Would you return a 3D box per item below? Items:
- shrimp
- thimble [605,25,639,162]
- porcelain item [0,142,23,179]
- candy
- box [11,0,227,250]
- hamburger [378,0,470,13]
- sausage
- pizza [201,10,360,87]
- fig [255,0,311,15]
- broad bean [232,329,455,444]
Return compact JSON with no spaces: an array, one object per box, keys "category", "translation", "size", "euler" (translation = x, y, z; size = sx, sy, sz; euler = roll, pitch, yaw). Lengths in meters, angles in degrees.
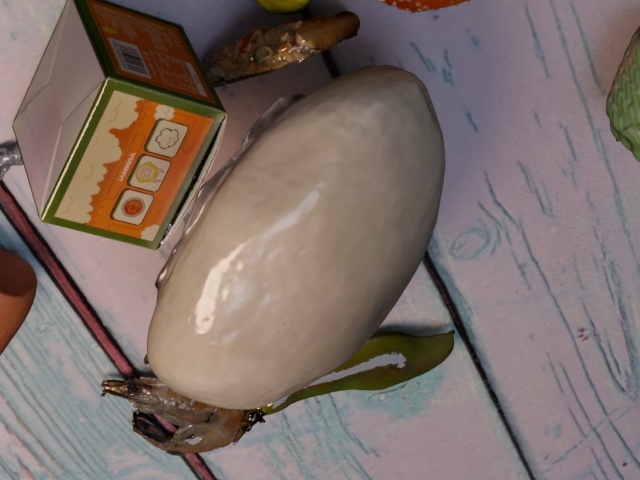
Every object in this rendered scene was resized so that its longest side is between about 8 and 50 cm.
[{"category":"shrimp","translation":[-0.193,0.224,1.983],"size":[0.223,0.047,0.126],"euler":[21,125,-34]},{"category":"thimble","translation":[0.452,-0.167,1.846],"size":[0.219,0.219,0.150],"euler":[1,126,-22]},{"category":"porcelain item","translation":[-0.359,-0.080,1.701],"size":[0.083,0.028,0.036],"euler":[-22,113,-3]},{"category":"candy","translation":[0.000,0.000,1.713],"size":[0.386,0.186,0.427],"euler":[-22,142,-52]},{"category":"box","translation":[-0.210,-0.124,1.617],"size":[0.148,0.195,0.177],"euler":[14,118,-30]},{"category":"hamburger","translation":[0.107,-0.342,1.602],"size":[0.237,0.147,0.237],"euler":[-3,132,-3]},{"category":"sausage","translation":[-0.444,0.137,1.766],"size":[0.121,0.121,0.304],"euler":[28,110,-35]},{"category":"pizza","translation":[-0.056,-0.208,1.685],"size":[0.195,0.185,0.052],"euler":[-17,97,23]},{"category":"fig","translation":[-0.068,-0.293,1.618],"size":[0.166,0.093,0.093],"euler":[18,116,-33]},{"category":"broad bean","translation":[0.026,0.175,2.020],"size":[0.325,0.067,0.075],"euler":[-19,87,-8]}]
